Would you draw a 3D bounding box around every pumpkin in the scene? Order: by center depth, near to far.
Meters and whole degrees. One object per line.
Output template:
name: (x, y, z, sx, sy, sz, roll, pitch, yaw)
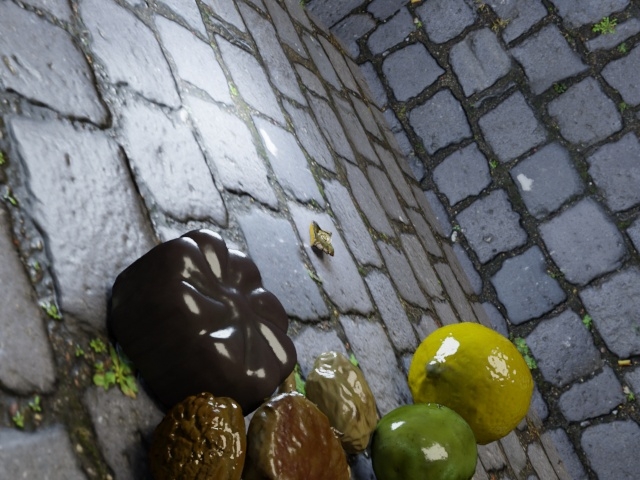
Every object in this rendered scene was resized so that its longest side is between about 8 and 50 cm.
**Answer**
pumpkin: (-0.001, 0.001, 1.852, 0.073, 0.035, 0.101, 34, 32, -26)

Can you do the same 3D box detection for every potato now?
potato: (0.213, 0.446, 1.466, 0.304, 0.215, 0.216, -5, 65, -60)

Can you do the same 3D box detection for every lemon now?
lemon: (0.392, 0.372, 1.837, 0.336, 0.336, 0.336, 48, 23, -27)

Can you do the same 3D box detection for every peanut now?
peanut: (0.043, 0.317, 1.368, 0.197, 0.110, 0.233, 62, 15, -1)

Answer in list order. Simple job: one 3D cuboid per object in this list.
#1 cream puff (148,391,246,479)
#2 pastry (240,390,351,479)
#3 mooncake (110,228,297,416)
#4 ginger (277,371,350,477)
cream puff: (-0.164, 0.275, 0.923, 0.115, 0.165, 0.150, 19, 76, -15)
pastry: (-0.035, 0.323, 0.982, 0.229, 0.100, 0.219, 38, 38, -46)
mooncake: (-0.171, 0.133, 1.093, 0.306, 0.154, 0.306, 44, 26, -28)
ginger: (-0.037, 0.315, 1.257, 0.288, 0.075, 0.089, 58, -16, 2)
